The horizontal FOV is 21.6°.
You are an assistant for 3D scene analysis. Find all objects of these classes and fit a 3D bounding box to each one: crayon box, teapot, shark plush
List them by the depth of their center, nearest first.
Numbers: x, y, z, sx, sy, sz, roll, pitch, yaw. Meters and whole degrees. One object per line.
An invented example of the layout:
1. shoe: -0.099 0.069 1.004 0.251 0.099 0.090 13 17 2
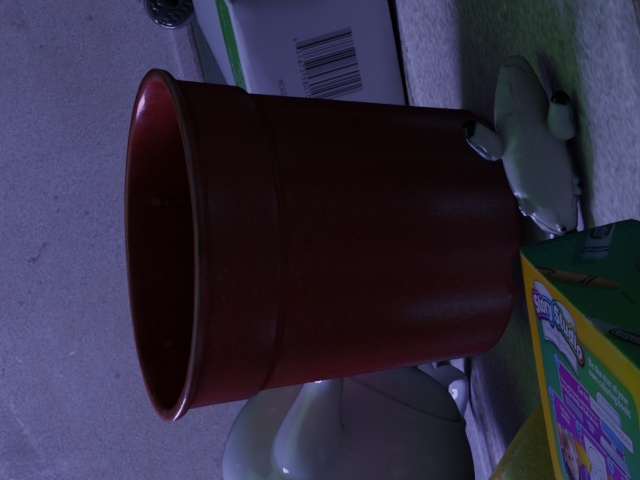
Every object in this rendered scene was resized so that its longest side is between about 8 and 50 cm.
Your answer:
1. crayon box: 0.199 0.111 0.926 0.278 0.081 0.165 -124 21 -68
2. shark plush: 0.161 -0.047 1.138 0.161 0.073 0.067 57 -163 -13
3. teapot: 0.046 0.180 1.536 0.187 0.252 0.256 -65 17 4

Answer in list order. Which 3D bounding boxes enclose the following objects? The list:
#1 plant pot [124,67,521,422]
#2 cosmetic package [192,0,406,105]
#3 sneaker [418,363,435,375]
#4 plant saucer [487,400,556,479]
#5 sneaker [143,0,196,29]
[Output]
1. plant pot: 0.000 0.000 1.324 0.272 0.265 0.272 178 90 -73
2. cosmetic package: -0.041 -0.251 1.709 0.365 0.155 0.197 -118 13 -57
3. sneaker: 0.073 0.238 1.799 0.094 0.151 0.256 -112 12 -54
4. plant saucer: 0.195 0.304 1.318 0.333 0.081 0.332 96 157 -69
5. sneaker: -0.114 -0.347 1.933 0.087 0.227 0.130 37 -166 -10
